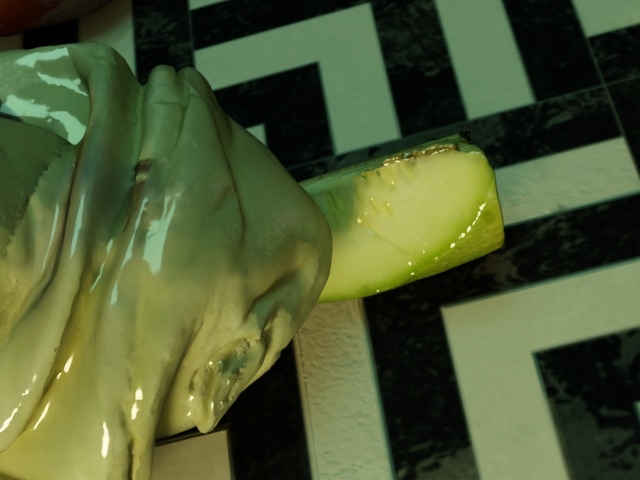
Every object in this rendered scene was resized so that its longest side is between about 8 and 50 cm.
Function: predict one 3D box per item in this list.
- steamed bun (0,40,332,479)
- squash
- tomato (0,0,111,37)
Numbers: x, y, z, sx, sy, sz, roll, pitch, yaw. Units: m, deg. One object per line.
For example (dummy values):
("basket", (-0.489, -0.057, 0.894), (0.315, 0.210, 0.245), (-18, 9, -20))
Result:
("steamed bun", (-0.208, 0.019, 0.804), (0.394, 0.237, 0.347), (-17, 60, 21))
("squash", (0.000, 0.000, 0.872), (0.252, 0.169, 0.093), (-17, 96, 4))
("tomato", (-0.293, -0.329, 1.126), (0.270, 0.227, 0.270), (-6, 54, 9))
